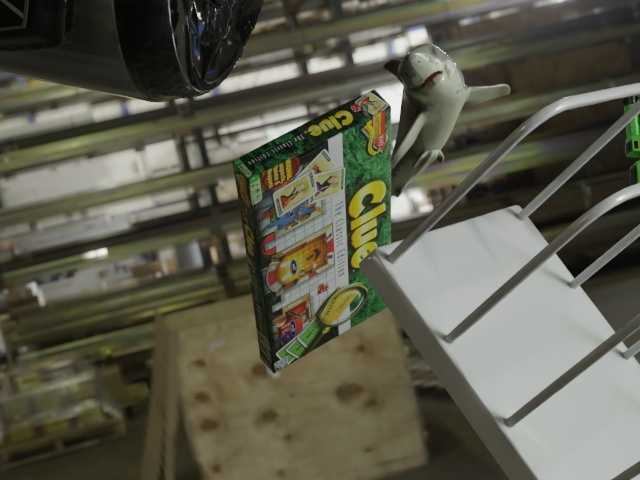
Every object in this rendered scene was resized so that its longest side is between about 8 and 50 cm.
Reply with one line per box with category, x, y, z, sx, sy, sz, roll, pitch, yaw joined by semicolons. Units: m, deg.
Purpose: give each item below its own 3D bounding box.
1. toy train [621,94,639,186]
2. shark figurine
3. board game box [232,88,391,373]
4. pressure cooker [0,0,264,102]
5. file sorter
toy train;0.234;-0.072;0.922;0.024;0.083;0.017;4;-22;-10
shark figurine;0.079;-0.122;1.308;0.166;0.116;0.278;-17;-30;-38
board game box;0.000;0.000;1.071;0.136;0.259;0.030;-31;55;-21
pressure cooker;-0.262;-0.316;1.061;0.420;0.370;0.375;12;-12;9
file sorter;0.205;0.060;0.805;0.193;0.277;0.173;-16;-23;-50
